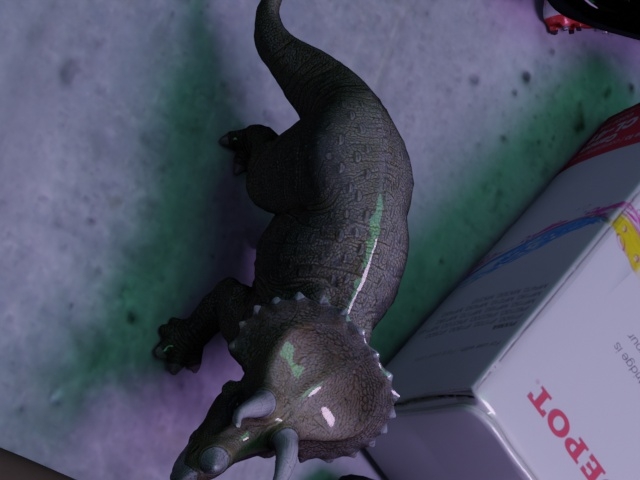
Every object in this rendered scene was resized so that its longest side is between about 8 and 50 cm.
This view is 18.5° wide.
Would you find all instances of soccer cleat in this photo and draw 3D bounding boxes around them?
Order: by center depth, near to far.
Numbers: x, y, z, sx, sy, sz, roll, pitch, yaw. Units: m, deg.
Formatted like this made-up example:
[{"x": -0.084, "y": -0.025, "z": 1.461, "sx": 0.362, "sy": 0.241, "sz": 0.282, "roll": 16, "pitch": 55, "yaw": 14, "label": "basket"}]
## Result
[{"x": 0.177, "y": -0.151, "z": 1.258, "sx": 0.083, "sy": 0.029, "sz": 0.036, "roll": -5, "pitch": 87, "yaw": -30, "label": "soccer cleat"}]

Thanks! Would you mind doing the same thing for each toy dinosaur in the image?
[{"x": 0.000, "y": 0.000, "z": 1.025, "sx": 0.121, "sy": 0.160, "sz": 0.314, "roll": 27, "pitch": 67, "yaw": -27, "label": "toy dinosaur"}]

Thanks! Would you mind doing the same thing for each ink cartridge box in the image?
[{"x": 0.192, "y": 0.082, "z": 1.158, "sx": 0.306, "sy": 0.131, "sz": 0.226, "roll": -44, "pitch": 106, "yaw": -32, "label": "ink cartridge box"}]

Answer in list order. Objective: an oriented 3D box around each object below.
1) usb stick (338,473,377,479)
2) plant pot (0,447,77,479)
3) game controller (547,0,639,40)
[{"x": -0.006, "y": 0.261, "z": 1.037, "sx": 0.077, "sy": 0.045, "sz": 0.278, "roll": 32, "pitch": 64, "yaw": -26, "label": "usb stick"}, {"x": -0.129, "y": 0.204, "z": 0.868, "sx": 0.229, "sy": 0.263, "sz": 0.263, "roll": 37, "pitch": 60, "yaw": -1, "label": "plant pot"}, {"x": 0.257, "y": -0.189, "z": 1.282, "sx": 0.319, "sy": 0.067, "sz": 0.166, "roll": 9, "pitch": 54, "yaw": -32, "label": "game controller"}]
